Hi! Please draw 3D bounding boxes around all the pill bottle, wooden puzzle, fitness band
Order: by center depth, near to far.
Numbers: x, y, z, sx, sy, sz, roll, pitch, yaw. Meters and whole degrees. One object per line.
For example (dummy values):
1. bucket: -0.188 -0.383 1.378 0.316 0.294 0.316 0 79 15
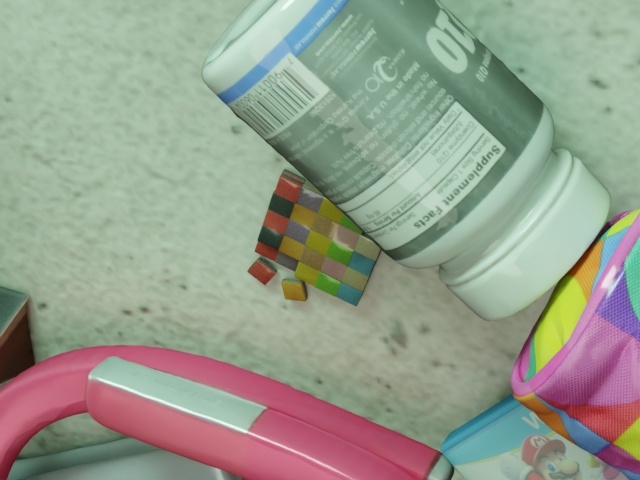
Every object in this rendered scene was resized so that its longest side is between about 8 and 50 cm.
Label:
1. pill bottle: 0.032 -0.040 0.632 0.137 0.078 0.078 43 134 -12
2. wooden puzzle: 0.000 0.000 0.735 0.049 0.006 0.083 26 135 5
3. fitness band: -0.044 0.161 0.806 0.291 0.054 0.209 21 116 13

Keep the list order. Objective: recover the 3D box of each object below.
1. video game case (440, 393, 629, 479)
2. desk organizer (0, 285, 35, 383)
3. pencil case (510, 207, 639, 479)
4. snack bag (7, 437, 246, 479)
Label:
1. video game case: 0.142 0.119 0.732 0.166 0.015 0.119 49 129 -3
2. desk organizer: -0.202 0.041 0.848 0.130 0.047 0.050 15 136 15
3. pencil case: 0.185 0.075 0.639 0.236 0.104 0.104 33 136 -2
4. snack bag: -0.095 0.267 0.939 0.323 0.037 0.342 -16 102 35
